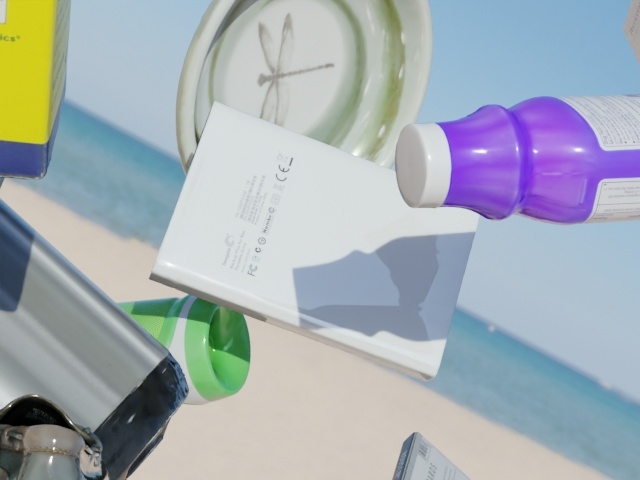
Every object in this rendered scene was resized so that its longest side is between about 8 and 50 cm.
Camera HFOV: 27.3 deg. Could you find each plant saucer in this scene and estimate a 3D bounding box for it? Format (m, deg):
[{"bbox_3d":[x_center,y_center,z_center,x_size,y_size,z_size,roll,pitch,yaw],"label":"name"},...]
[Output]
[{"bbox_3d":[-0.033,-0.201,1.629,0.100,0.400,0.400,32,3,41],"label":"plant saucer"}]

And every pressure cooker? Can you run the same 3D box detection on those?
[{"bbox_3d":[-0.372,0.118,1.174,0.420,0.370,0.375,41,-39,-2],"label":"pressure cooker"}]

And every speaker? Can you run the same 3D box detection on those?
[{"bbox_3d":[-0.234,0.130,1.488,0.297,0.131,0.131,-6,-15,23],"label":"speaker"}]

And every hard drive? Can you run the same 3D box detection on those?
[{"bbox_3d":[0.000,0.000,1.371,0.308,0.203,0.040,21,-22,-8],"label":"hard drive"}]

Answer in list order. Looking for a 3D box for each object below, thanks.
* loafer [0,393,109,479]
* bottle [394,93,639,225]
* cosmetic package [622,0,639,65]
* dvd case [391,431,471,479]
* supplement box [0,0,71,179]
[{"bbox_3d":[-0.176,0.138,0.855,0.096,0.084,0.267,7,2,-16],"label":"loafer"},{"bbox_3d":[0.202,-0.065,1.057,0.283,0.092,0.118,-4,29,-19],"label":"bottle"},{"bbox_3d":[0.465,-0.272,1.475,0.097,0.284,0.377,-8,-35,-7],"label":"cosmetic package"},{"bbox_3d":[0.167,0.332,1.407,0.239,0.029,0.179,42,25,-6],"label":"dvd case"},{"bbox_3d":[-0.247,-0.242,0.806,0.195,0.356,0.194,5,23,-9],"label":"supplement box"}]
